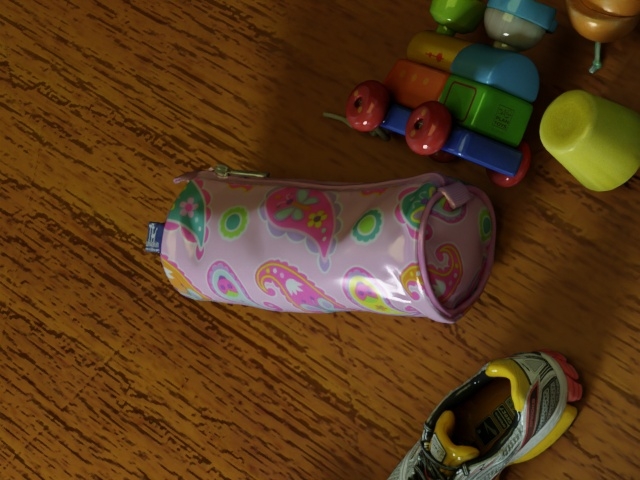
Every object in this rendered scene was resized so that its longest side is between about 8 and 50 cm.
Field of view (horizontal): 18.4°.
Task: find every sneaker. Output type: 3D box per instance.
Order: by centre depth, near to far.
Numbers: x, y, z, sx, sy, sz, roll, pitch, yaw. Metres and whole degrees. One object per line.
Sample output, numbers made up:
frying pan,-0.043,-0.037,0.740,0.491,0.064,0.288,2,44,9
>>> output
sneaker,0.099,0.167,1.527,0.088,0.092,0.225,47,110,30

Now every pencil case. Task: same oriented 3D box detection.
pencil case,0.000,0.000,1.612,0.284,0.124,0.124,4,84,37

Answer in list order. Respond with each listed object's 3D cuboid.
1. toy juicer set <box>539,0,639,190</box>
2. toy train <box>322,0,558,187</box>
toy juicer set,0.315,-0.162,1.447,0.329,0.089,0.209,-13,61,42
toy train,0.087,-0.143,1.589,0.248,0.105,0.143,27,95,55
